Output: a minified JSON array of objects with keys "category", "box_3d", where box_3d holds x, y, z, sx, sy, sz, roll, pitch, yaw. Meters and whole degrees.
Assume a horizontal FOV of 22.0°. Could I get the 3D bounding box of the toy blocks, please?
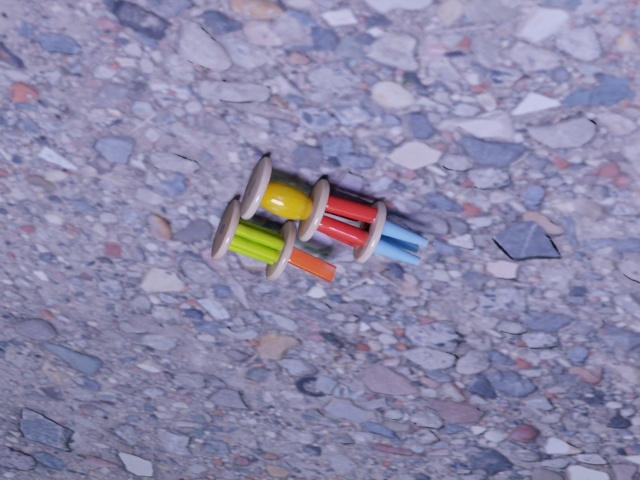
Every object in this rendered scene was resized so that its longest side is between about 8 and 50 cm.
[{"category":"toy blocks","box_3d":[0.000,0.000,1.330,0.148,0.054,0.123,21,145,-13]}]
